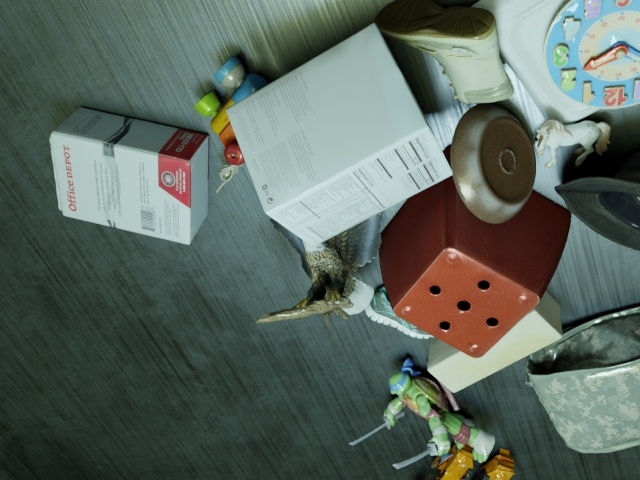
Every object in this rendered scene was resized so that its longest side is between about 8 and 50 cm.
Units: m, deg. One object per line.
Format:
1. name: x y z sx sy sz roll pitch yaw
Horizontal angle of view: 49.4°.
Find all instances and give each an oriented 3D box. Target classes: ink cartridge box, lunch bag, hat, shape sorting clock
1. ink cartridge box: -0.364 -0.125 1.353 0.273 0.114 0.197 13 128 5
2. lunch bag: 0.570 0.280 1.365 0.287 0.169 0.235 -22 117 23
3. hat: 0.552 -0.073 1.109 0.331 0.331 0.134 26 86 -5
4. shape sorting clock: 0.423 -0.273 0.983 0.206 0.040 0.206 7 139 6

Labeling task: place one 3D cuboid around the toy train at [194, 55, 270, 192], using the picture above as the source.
1. toy train: -0.174 -0.205 1.260 0.143 0.105 0.248 45 124 -6

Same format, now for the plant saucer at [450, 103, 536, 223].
1. plant saucer: 0.292 -0.127 1.128 0.036 0.198 0.198 -4 130 53

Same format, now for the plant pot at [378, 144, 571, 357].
1. plant pot: 0.261 0.043 1.233 0.267 0.235 0.267 29 128 -7

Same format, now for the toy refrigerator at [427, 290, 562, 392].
1. toy refrigerator: 0.350 0.199 1.406 0.094 0.102 0.269 42 124 -16

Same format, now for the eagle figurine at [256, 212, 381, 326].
1. eagle figurine: 0.001 -0.004 1.288 0.226 0.298 0.225 4 156 -16

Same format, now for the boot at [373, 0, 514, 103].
1. boot: 0.195 -0.295 1.096 0.213 0.077 0.165 23 164 38

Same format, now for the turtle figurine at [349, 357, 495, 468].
1. turtle figurine: 0.227 0.423 1.529 0.266 0.274 0.198 30 143 -19

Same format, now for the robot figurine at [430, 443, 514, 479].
1. robot figurine: 0.347 0.607 1.715 0.211 0.085 0.291 22 127 -1

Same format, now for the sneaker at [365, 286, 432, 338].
1. sneaker: 0.179 0.148 1.442 0.167 0.065 0.076 18 124 0

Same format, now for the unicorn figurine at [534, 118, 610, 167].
1. unicorn figurine: 0.395 -0.163 1.130 0.162 0.060 0.111 -20 150 -9

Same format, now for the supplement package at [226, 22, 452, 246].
1. supplement package: 0.034 -0.153 1.089 0.263 0.199 0.198 -27 157 12

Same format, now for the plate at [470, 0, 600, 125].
1. plate: 0.406 -0.302 1.021 0.277 0.045 0.278 -26 127 34
